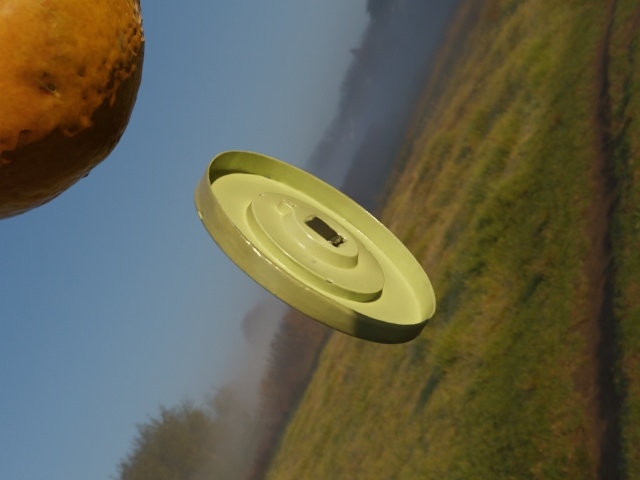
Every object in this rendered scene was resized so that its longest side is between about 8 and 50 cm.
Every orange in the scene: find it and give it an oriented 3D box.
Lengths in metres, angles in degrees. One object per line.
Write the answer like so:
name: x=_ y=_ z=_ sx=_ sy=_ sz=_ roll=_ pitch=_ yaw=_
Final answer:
orange: x=-0.214 y=-0.121 z=0.453 sx=0.170 sy=0.224 sz=0.223 roll=-24 pitch=-45 yaw=-77

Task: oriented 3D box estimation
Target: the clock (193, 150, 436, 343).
clock: x=0.000 y=0.000 z=0.645 sx=0.029 sy=0.235 sz=0.235 roll=-56 pitch=2 yaw=20
